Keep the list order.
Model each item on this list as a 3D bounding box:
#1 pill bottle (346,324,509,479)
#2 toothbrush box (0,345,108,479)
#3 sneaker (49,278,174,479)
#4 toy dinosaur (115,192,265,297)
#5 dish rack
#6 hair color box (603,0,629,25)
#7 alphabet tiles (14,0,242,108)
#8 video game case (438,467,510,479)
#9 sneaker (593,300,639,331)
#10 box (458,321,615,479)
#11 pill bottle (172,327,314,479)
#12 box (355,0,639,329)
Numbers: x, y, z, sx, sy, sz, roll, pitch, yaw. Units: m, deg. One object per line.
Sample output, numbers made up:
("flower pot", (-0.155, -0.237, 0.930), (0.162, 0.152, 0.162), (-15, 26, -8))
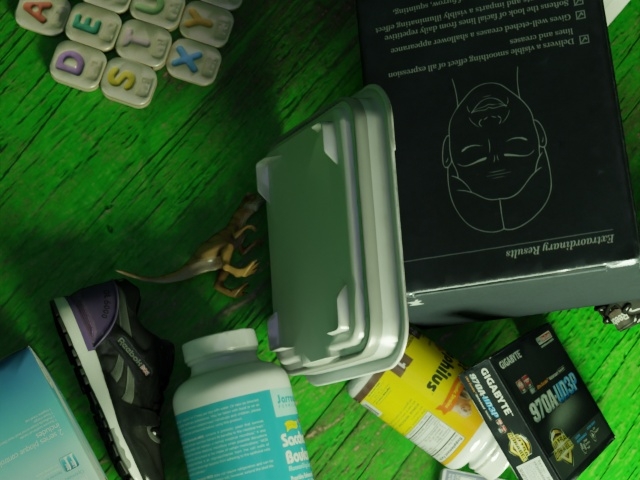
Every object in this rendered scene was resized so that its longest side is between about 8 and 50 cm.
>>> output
("pill bottle", (0.148, 0.203, 1.583), (0.215, 0.117, 0.117), (36, 76, 1))
("toothbrush box", (-0.311, 0.287, 1.459), (0.126, 0.216, 0.295), (-27, 82, -11))
("sneaker", (-0.222, 0.179, 1.554), (0.124, 0.107, 0.283), (-21, 81, -17))
("toy dinosaur", (-0.141, 0.025, 1.625), (0.211, 0.064, 0.112), (-39, 67, -22))
("dish rack", (0.000, 0.000, 1.520), (0.072, 0.285, 0.332), (1, 78, -27))
("hair color box", (0.322, -0.379, 1.615), (0.185, 0.339, 0.110), (15, 77, -3))
("alphabet tiles", (-0.250, -0.323, 1.698), (0.278, 0.021, 0.284), (19, 77, -2))
("video game case", (0.224, 0.402, 1.598), (0.184, 0.023, 0.201), (12, 77, -5))
("sneaker", (0.375, 0.041, 1.655), (0.276, 0.097, 0.135), (20, 74, -4))
("box", (0.270, 0.205, 1.559), (0.051, 0.220, 0.175), (-34, 81, 29))
("pill bottle", (-0.093, 0.243, 1.530), (0.146, 0.146, 0.264), (-13, 80, -9))
("box", (0.222, -0.116, 1.554), (0.294, 0.212, 0.395), (-8, 73, 15))
